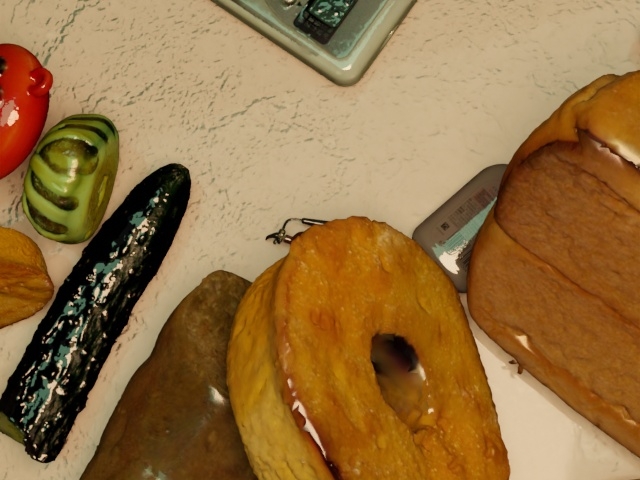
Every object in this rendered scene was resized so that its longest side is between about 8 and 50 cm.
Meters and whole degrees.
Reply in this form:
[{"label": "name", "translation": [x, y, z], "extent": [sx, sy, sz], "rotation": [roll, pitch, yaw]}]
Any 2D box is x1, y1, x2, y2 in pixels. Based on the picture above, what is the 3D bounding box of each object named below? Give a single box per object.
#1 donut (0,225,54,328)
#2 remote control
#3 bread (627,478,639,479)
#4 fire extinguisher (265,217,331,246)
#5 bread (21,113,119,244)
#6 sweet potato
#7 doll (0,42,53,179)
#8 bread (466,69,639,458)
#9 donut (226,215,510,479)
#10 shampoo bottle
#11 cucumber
[{"label": "donut", "translation": [-0.325, 0.037, 1.265], "extent": [0.152, 0.152, 0.058], "rotation": [-14, 63, 1]}, {"label": "remote control", "translation": [-0.053, -0.281, 1.334], "extent": [0.296, 0.056, 0.140], "rotation": [35, 83, 7]}, {"label": "bread", "translation": [0.154, 0.297, 1.222], "extent": [0.368, 0.084, 0.077], "rotation": [-20, 48, 2]}, {"label": "fire extinguisher", "translation": [0.001, -0.002, 1.301], "extent": [0.100, 0.032, 0.046], "rotation": [20, 94, 0]}, {"label": "bread", "translation": [-0.232, -0.056, 1.267], "extent": [0.071, 0.139, 0.130], "rotation": [22, 105, 0]}, {"label": "sweet potato", "translation": [-0.136, 0.211, 1.225], "extent": [0.158, 0.158, 0.369], "rotation": [33, 92, 8]}, {"label": "doll", "translation": [-0.311, -0.102, 1.250], "extent": [0.085, 0.217, 0.183], "rotation": [18, 69, -33]}, {"label": "bread", "translation": [0.300, 0.036, 1.153], "extent": [0.337, 0.328, 0.148], "rotation": [37, 56, 14]}, {"label": "donut", "translation": [0.037, 0.134, 1.175], "extent": [0.110, 0.303, 0.302], "rotation": [-27, 78, 37]}, {"label": "shampoo bottle", "translation": [0.168, -0.029, 1.290], "extent": [0.165, 0.040, 0.080], "rotation": [-41, 81, -4]}, {"label": "cucumber", "translation": [-0.209, 0.059, 1.283], "extent": [0.081, 0.072, 0.303], "rotation": [17, 76, 50]}]
